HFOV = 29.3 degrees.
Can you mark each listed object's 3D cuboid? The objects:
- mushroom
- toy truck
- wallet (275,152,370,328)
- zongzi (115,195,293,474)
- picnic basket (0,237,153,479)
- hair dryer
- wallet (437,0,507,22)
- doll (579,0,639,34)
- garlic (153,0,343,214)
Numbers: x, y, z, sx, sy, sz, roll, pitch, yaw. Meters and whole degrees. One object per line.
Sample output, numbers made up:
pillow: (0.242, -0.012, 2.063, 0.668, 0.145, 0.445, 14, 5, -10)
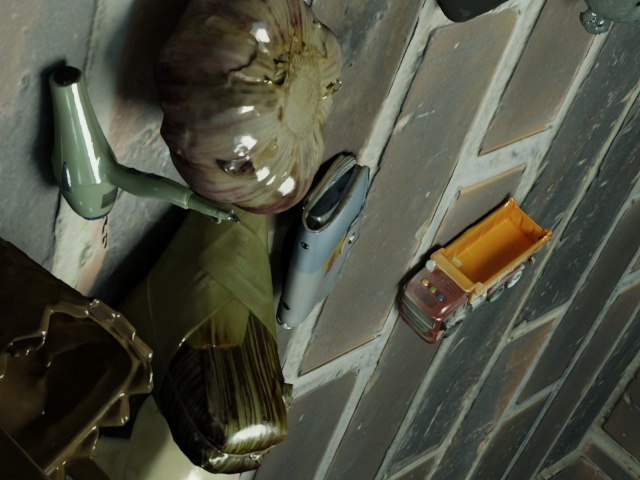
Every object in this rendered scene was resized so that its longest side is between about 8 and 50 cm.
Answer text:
mushroom: (-0.209, 0.310, 1.651, 0.246, 0.202, 0.246, -172, -90, -87)
toy truck: (0.256, 0.052, 2.063, 0.270, 0.114, 0.135, -36, 155, -22)
wallet: (0.000, 0.000, 1.655, 0.170, 0.069, 0.231, -50, 164, -37)
zongzi: (-0.092, 0.065, 1.377, 0.154, 0.289, 0.317, 11, 117, -40)
picnic basket: (-0.292, 0.182, 1.198, 0.291, 0.321, 0.254, -45, 151, -8)
hair dryer: (-0.182, -0.084, 1.153, 0.067, 0.199, 0.167, -55, 139, -38)
wallet: (0.188, -0.396, 1.342, 0.228, 0.062, 0.406, -29, 154, 8)
doll: (0.409, -0.394, 1.611, 0.246, 0.158, 0.340, -35, 156, 4)
garlic: (-0.081, -0.150, 1.221, 0.245, 0.160, 0.245, -31, 127, -55)
